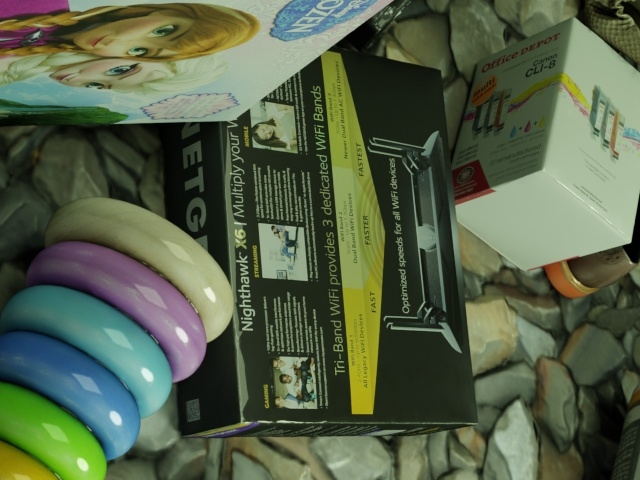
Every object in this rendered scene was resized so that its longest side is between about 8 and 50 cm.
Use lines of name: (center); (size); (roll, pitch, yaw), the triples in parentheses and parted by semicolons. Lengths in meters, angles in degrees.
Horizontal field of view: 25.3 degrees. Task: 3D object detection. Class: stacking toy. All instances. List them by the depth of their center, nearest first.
stacking toy: (-0.185, 0.134, 0.900); (0.141, 0.141, 0.330); (43, 57, -23)

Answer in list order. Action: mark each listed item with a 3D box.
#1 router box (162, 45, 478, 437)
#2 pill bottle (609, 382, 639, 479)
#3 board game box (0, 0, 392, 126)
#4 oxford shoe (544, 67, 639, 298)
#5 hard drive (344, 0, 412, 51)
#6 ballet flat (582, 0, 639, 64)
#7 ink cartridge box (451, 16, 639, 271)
router box: (0.000, 0.000, 1.129); (0.243, 0.081, 0.309); (7, 72, -39)
pill bottle: (0.333, 0.266, 1.284); (0.162, 0.162, 0.278); (39, 55, -26)
board game box: (-0.142, -0.139, 0.843); (0.318, 0.319, 0.066); (-4, 80, -25)
oxford shoe: (0.299, -0.068, 1.398); (0.097, 0.098, 0.271); (33, 57, -28)
hard drive: (0.151, -0.325, 1.205); (0.064, 0.237, 0.339); (44, 68, -3)
ballet flat: (0.379, -0.187, 1.454); (0.250, 0.058, 0.084); (37, 66, 12)
ink cartridge box: (0.212, -0.087, 1.309); (0.127, 0.128, 0.176); (35, 56, -28)
